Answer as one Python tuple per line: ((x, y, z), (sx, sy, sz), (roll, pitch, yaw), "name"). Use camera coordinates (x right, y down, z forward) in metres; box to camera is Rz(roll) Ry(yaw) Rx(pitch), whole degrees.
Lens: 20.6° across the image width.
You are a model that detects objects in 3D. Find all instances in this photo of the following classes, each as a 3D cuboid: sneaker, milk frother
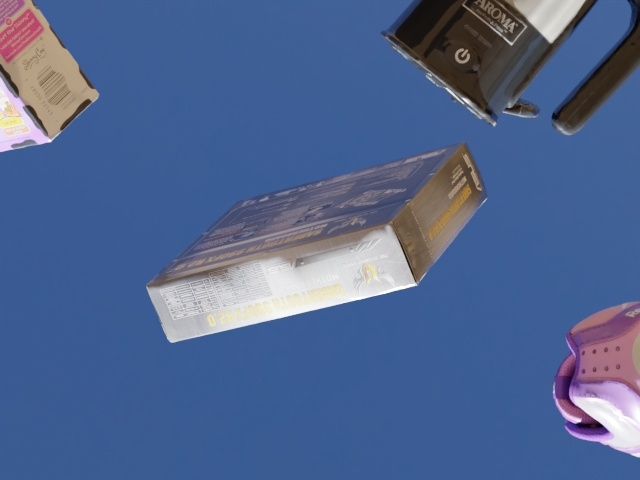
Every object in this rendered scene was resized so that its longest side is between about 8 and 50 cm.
((0.177, 0.079, 0.927), (0.104, 0.236, 0.095), (-7, -107, 11), "sneaker")
((0.116, -0.136, 1.020), (0.129, 0.135, 0.143), (38, -175, -21), "milk frother")

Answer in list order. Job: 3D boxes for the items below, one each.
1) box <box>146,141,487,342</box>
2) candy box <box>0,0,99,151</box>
((0.000, 0.000, 1.429), (0.056, 0.231, 0.183), (67, -151, -15), "box")
((-0.304, -0.170, 1.479), (0.070, 0.165, 0.196), (-49, -62, -32), "candy box")
